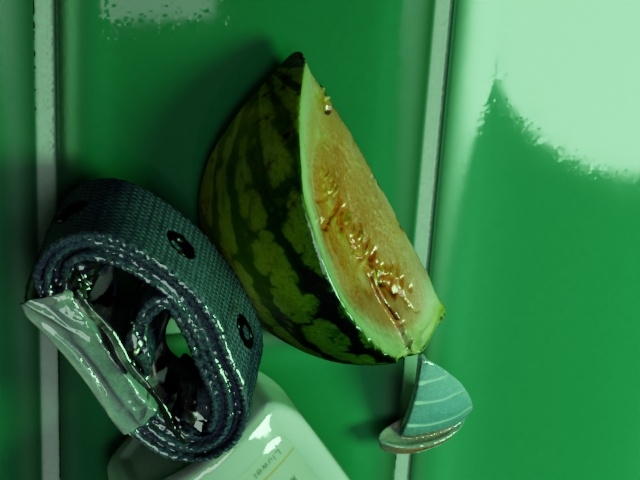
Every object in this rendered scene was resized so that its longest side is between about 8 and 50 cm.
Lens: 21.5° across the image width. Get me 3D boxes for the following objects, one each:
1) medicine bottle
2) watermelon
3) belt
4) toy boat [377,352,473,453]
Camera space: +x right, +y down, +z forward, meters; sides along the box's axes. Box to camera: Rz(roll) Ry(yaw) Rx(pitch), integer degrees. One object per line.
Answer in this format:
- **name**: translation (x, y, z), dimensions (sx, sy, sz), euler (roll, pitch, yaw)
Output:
- **medicine bottle**: translation (-0.039, 0.275, 1.508), dimensions (0.179, 0.124, 0.324), euler (-36, 123, -6)
- **watermelon**: translation (0.001, 0.016, 1.390), dimensions (0.159, 0.128, 0.303), euler (-32, 122, -4)
- **belt**: translation (-0.138, 0.070, 1.337), dimensions (0.140, 0.126, 0.230), euler (-26, 116, 17)
- **toy boat**: translation (0.104, 0.145, 1.520), dimensions (0.096, 0.034, 0.122), euler (-12, 144, -22)
